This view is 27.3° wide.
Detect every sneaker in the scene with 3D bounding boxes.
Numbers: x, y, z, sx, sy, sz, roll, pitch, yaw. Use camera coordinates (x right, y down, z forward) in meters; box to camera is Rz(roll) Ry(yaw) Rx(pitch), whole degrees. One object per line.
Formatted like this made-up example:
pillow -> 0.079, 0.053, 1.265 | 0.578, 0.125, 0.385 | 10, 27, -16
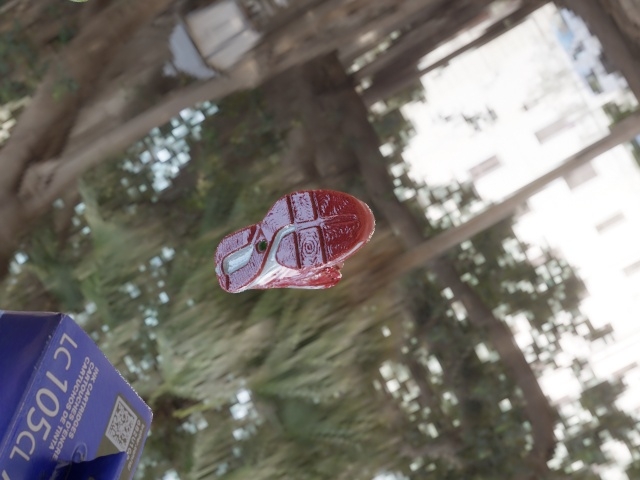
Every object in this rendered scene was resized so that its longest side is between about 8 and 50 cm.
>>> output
sneaker -> 0.000, 0.000, 1.397 | 0.128, 0.221, 0.087 | 1, -102, -45

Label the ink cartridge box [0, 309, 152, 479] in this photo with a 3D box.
ink cartridge box -> -0.295, 0.188, 0.895 | 0.151, 0.395, 0.270 | 62, -142, -47
